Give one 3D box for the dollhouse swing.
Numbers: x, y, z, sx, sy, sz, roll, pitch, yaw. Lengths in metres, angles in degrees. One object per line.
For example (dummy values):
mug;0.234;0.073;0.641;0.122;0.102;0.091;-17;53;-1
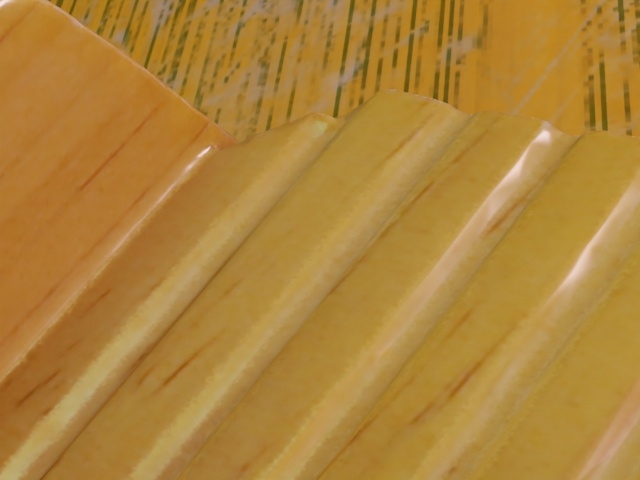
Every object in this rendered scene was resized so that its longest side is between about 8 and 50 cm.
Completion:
dollhouse swing;-0.034;-0.007;0.336;0.346;0.305;0.315;14;53;39
